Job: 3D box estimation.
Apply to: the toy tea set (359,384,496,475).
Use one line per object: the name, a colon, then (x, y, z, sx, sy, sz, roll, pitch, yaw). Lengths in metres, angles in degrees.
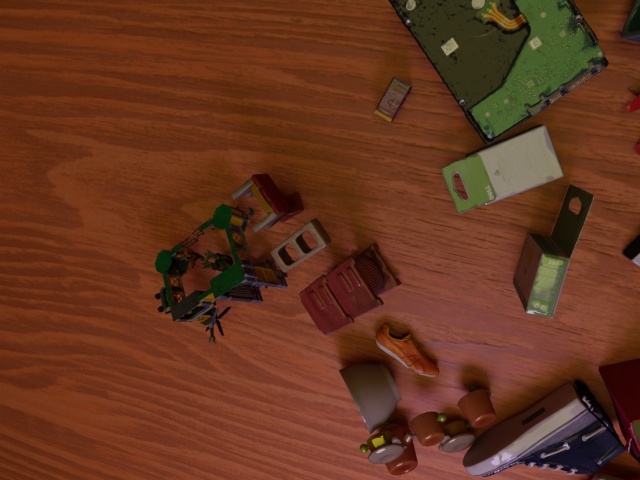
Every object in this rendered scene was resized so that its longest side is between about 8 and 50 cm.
toy tea set: (0.258, 0.444, 1.052, 0.336, 0.124, 0.200, -23, 133, 3)

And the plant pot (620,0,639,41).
plant pot: (0.686, -0.400, 0.632, 0.252, 0.247, 0.248, 15, 109, -5)

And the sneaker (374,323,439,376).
sneaker: (0.215, 0.267, 1.041, 0.175, 0.064, 0.067, 33, 101, 3)

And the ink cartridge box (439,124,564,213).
ink cartridge box: (0.365, -0.143, 0.884, 0.209, 0.062, 0.109, -21, 98, 21)

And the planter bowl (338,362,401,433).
planter bowl: (0.129, 0.367, 1.054, 0.109, 0.162, 0.162, -26, 97, -5)

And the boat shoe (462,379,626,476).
boat shoe: (0.501, 0.477, 0.975, 0.340, 0.127, 0.158, -44, 82, 21)

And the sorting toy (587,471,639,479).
sorting toy: (0.714, 0.650, 0.982, 0.255, 0.089, 0.257, 13, 108, 13)

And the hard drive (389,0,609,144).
hard drive: (0.310, -0.378, 0.777, 0.237, 0.064, 0.339, -35, 94, 22)

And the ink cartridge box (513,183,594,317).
ink cartridge box: (0.445, 0.010, 0.844, 0.056, 0.171, 0.235, 12, 107, 13)

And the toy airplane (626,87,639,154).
toy airplane: (0.635, -0.237, 0.798, 0.151, 0.028, 0.151, 4, 104, 14)

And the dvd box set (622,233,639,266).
dvd box set: (0.854, 0.036, 0.789, 0.420, 0.062, 0.308, 36, 112, 4)

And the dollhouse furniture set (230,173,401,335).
dollhouse furniture set: (0.000, 0.000, 0.966, 0.152, 0.201, 0.374, -35, 87, 22)

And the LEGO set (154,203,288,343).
LEGO set: (-0.238, 0.077, 1.092, 0.331, 0.192, 0.255, -40, 61, 19)

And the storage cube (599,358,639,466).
storage cube: (0.701, 0.354, 0.851, 0.215, 0.193, 0.184, -22, 98, 21)

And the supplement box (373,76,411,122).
supplement box: (0.153, -0.296, 0.910, 0.043, 0.055, 0.083, 32, 112, 5)
